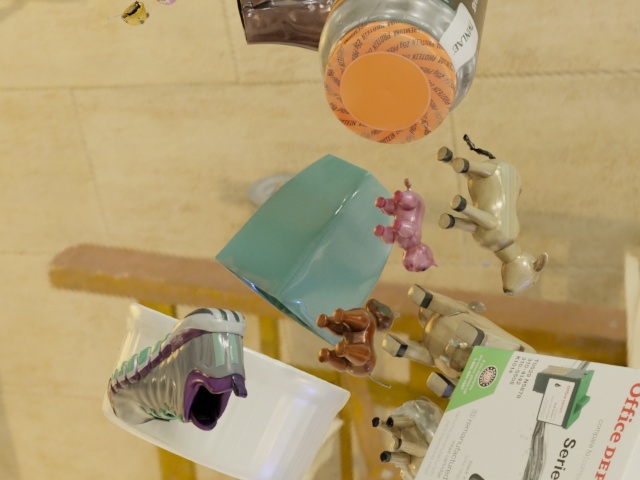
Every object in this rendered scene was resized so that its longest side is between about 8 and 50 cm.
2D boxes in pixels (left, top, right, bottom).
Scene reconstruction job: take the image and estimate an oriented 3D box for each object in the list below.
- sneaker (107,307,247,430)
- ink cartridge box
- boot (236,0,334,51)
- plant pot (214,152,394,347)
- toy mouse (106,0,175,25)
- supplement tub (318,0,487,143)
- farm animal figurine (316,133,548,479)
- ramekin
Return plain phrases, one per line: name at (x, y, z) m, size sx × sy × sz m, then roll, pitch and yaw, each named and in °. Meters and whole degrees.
sneaker at (-0.143, 0.153, 1.180) m, size 0.083 × 0.098 × 0.224 m, roll 7°, pitch 147°, yaw -32°
ink cartridge box at (0.220, 0.195, 1.120) m, size 0.219 × 0.160 × 0.092 m, roll 3°, pitch 148°, yaw 47°
boot at (-0.013, -0.310, 1.864) m, size 0.207 × 0.248 × 0.090 m, roll -10°, pitch 155°, yaw -14°
plant pot at (0.000, 0.000, 1.802) m, size 0.165 × 0.234 × 0.166 m, roll 29°, pitch 170°, yaw 47°
toy mouse at (-0.256, -0.398, 1.937) m, size 0.031 × 0.143 × 0.161 m, roll 46°, pitch 160°, yaw -30°
supplement tub at (0.107, -0.268, 1.512) m, size 0.194 × 0.316 × 0.193 m, roll 6°, pitch 129°, yaw 8°
farm animal figurine at (0.169, 0.088, 1.451) m, size 0.172 × 0.326 × 0.330 m, roll 19°, pitch 119°, yaw -37°
ramekin at (-0.117, 0.185, 1.402) m, size 0.277 × 0.277 × 0.135 m, roll 22°, pitch 83°, yaw 7°
